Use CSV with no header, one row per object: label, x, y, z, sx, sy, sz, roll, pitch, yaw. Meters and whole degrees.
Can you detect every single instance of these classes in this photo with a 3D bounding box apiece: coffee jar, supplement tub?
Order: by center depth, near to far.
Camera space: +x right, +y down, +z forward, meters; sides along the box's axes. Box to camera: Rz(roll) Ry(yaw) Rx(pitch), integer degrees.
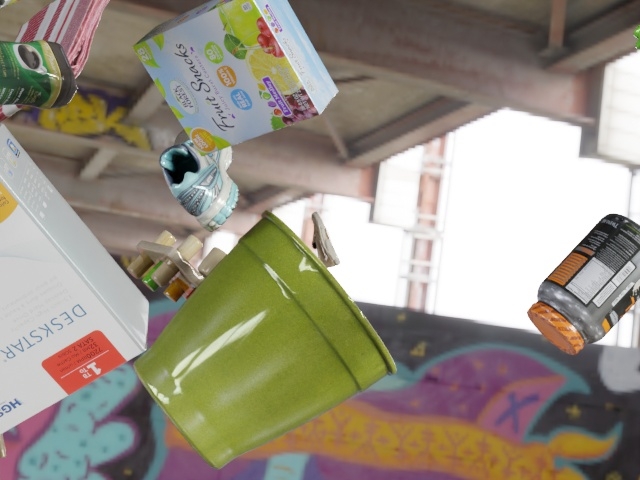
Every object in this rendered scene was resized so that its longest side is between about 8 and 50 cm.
coffee jar,-0.433,-0.231,1.493,0.184,0.096,0.079,-6,-29,-44
supplement tub,0.388,0.063,1.525,0.117,0.190,0.117,44,-8,7

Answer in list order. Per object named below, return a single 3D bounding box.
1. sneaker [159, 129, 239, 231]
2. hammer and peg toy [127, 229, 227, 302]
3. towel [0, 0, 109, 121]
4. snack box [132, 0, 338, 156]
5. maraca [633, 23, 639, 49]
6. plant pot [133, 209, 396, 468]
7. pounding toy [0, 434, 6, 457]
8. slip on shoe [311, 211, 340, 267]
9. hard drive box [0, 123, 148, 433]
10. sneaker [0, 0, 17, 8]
sneaker,-0.222,-0.139,1.881,0.122,0.110,0.283,38,14,-33
hammer and peg toy,-0.250,0.110,2.274,0.266,0.127,0.361,49,-16,-21
towel,-0.459,-0.316,1.809,0.037,0.237,0.329,34,-30,-31
snack box,-0.109,-0.216,1.365,0.207,0.070,0.174,-15,-63,38
maraca,0.475,-0.329,1.412,0.127,0.099,0.185,-12,-39,-38
plant pot,-0.120,0.198,1.879,0.366,0.353,0.366,50,-8,9
pounding toy,-0.647,0.342,1.948,0.181,0.206,0.094,33,-26,-5
slip on shoe,0.000,0.000,2.145,0.041,0.135,0.051,-25,-32,3
hard drive box,-0.297,0.041,0.993,0.232,0.181,0.089,55,10,-27
sneaker,-0.347,-0.327,1.287,0.094,0.081,0.208,-24,17,-40
